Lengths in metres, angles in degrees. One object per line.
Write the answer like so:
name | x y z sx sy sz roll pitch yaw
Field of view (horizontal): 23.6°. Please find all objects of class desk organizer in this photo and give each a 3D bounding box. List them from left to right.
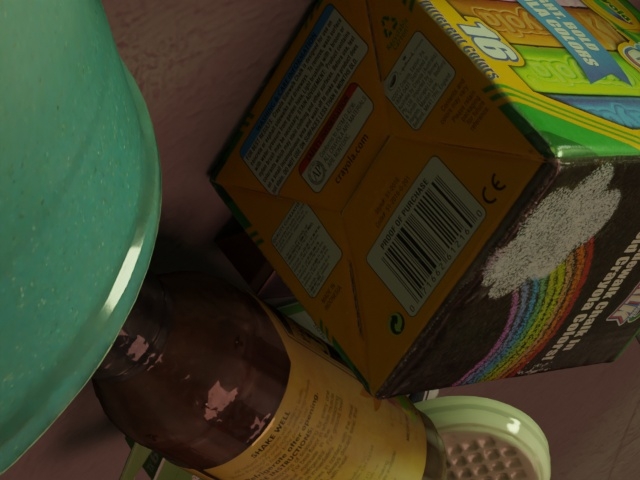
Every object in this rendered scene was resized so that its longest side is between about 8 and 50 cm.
desk organizer | 0.000 0.000 0.963 0.130 0.050 0.047 -4 137 -50

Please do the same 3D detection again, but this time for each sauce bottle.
sauce bottle | -0.051 0.087 0.894 0.111 0.111 0.344 -43 137 8

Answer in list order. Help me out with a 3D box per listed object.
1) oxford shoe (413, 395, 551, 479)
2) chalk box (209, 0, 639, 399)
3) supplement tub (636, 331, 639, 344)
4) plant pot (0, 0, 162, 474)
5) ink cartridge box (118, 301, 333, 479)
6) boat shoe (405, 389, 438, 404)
oxford shoe | 0.032 0.213 1.201 0.449 0.169 0.130 -52 -168 51
chalk box | 0.121 -0.042 0.890 0.289 0.179 0.180 -3 136 -47
supplement tub | 0.438 0.037 1.424 0.338 0.207 0.207 1 134 -53
plant pot | -0.193 -0.085 0.350 0.272 0.271 0.255 -29 139 -19
ink cartridge box | -0.066 0.111 1.046 0.209 0.062 0.109 -16 146 -39
boat shoe | 0.047 0.101 1.176 0.083 0.065 0.183 -32 154 -12
